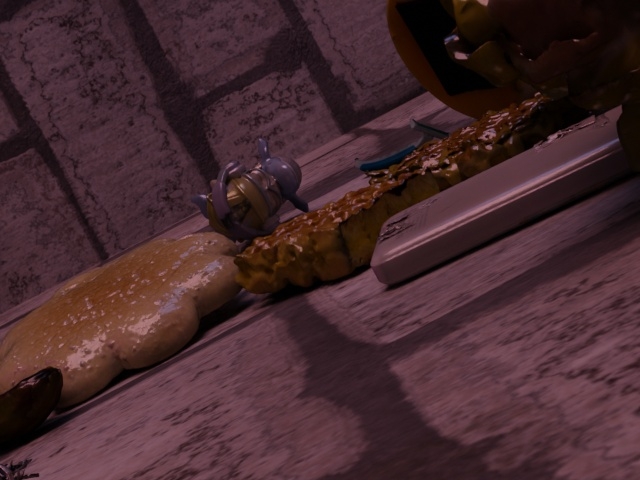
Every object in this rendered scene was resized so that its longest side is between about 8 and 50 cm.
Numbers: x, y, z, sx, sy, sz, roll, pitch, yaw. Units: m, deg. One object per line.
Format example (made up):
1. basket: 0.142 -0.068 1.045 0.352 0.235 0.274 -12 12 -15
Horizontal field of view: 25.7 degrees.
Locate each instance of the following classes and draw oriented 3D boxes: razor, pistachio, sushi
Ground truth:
1. razor: 0.107 -0.126 2.040 0.068 0.037 0.191 18 -23 -29
2. pistachio: -0.305 0.172 1.359 0.173 0.049 0.089 -30 -1 44
3. sushi: 0.263 -0.207 1.013 0.285 0.329 0.328 -48 33 31

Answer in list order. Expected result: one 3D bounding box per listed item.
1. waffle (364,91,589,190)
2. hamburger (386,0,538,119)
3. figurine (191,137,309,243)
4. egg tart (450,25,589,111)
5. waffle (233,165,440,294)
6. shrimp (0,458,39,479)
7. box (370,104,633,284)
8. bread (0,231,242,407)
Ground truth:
1. waffle: 0.183 -0.108 1.555 0.245 0.052 0.254 -30 8 -33
2. hamburger: 0.227 -0.302 1.902 0.179 0.276 0.294 -42 16 -21
3. figurine: -0.104 -0.057 2.014 0.208 0.128 0.184 -32 5 40
4. egg tart: 0.340 -0.249 1.357 0.443 0.178 0.443 -26 -1 0
5. waffle: 0.000 0.000 1.404 0.211 0.055 0.160 -17 12 44
6. shrimp: -0.232 0.184 0.956 0.065 0.056 0.165 -41 10 28
7. box: 0.174 -0.048 1.165 0.285 0.044 0.142 -26 9 14
8. bread: -0.220 0.077 1.503 0.316 0.054 0.316 -23 19 8
